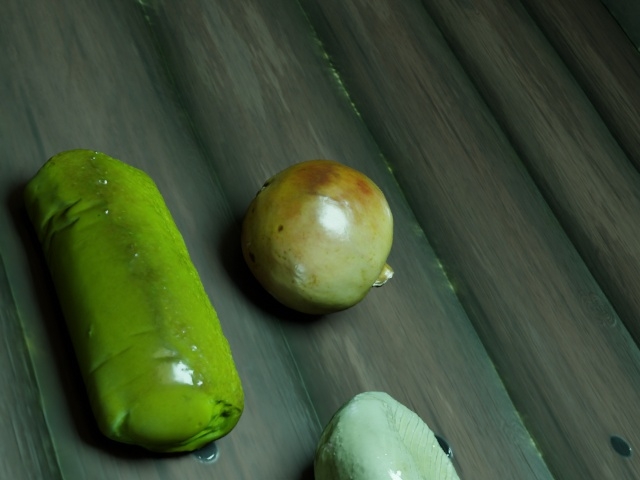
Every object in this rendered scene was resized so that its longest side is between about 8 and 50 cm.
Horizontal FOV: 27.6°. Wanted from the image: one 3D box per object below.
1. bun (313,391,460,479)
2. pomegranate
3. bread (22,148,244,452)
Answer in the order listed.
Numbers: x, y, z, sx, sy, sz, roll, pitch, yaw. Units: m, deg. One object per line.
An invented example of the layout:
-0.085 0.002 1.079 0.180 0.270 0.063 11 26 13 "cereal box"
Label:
0.072 0.270 1.333 0.231 0.133 0.231 47 11 -12 "bun"
-0.004 -0.001 1.559 0.191 0.191 0.191 24 36 -19 "pomegranate"
-0.194 0.049 1.376 0.166 0.112 0.383 6 44 -37 "bread"
